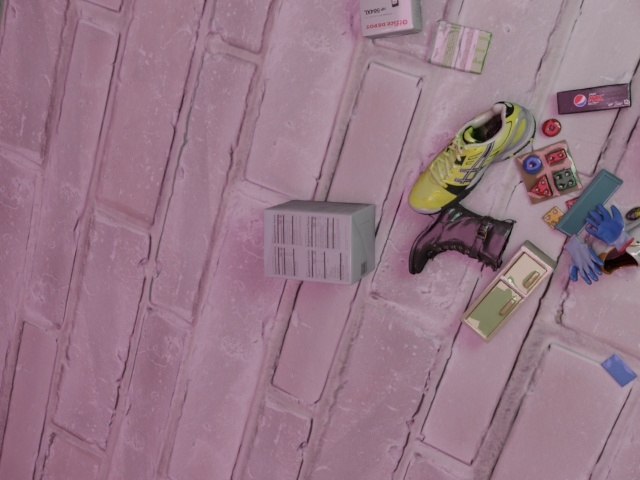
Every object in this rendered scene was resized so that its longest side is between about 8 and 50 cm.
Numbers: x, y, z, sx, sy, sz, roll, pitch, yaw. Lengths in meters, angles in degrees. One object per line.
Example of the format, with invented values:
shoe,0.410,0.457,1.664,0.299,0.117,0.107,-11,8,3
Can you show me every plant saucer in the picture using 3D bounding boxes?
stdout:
plant saucer,0.673,-0.087,1.865,0.067,0.018,0.192,29,116,-10

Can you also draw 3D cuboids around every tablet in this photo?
tablet,0.774,0.336,1.927,0.083,0.006,0.054,48,115,9

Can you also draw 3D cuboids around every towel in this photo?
towel,0.361,-0.504,1.940,0.151,0.023,0.113,19,109,17

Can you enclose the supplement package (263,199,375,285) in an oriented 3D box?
supplement package,0.000,0.000,2.094,0.262,0.199,0.198,4,103,23

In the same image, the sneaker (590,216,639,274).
sneaker,0.796,-0.002,1.776,0.290,0.123,0.106,-35,114,30

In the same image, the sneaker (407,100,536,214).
sneaker,0.361,-0.221,1.902,0.384,0.147,0.145,-44,53,19

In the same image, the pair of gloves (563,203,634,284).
pair of gloves,0.671,0.010,1.821,0.023,0.159,0.198,22,119,-27

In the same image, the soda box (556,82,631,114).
soda box,0.668,-0.345,1.815,0.168,0.053,0.060,-3,98,24

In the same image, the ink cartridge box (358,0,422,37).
ink cartridge box,0.180,-0.644,1.952,0.148,0.086,0.203,-2,98,24

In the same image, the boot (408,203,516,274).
boot,0.377,0.021,1.994,0.229,0.091,0.263,30,108,17

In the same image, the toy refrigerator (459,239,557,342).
toy refrigerator,0.493,0.137,1.963,0.102,0.094,0.270,41,113,12

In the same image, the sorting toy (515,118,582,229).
sorting toy,0.582,-0.163,1.892,0.132,0.046,0.275,-19,93,26

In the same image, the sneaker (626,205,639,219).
sneaker,0.792,-0.072,1.823,0.083,0.035,0.031,-22,90,26
